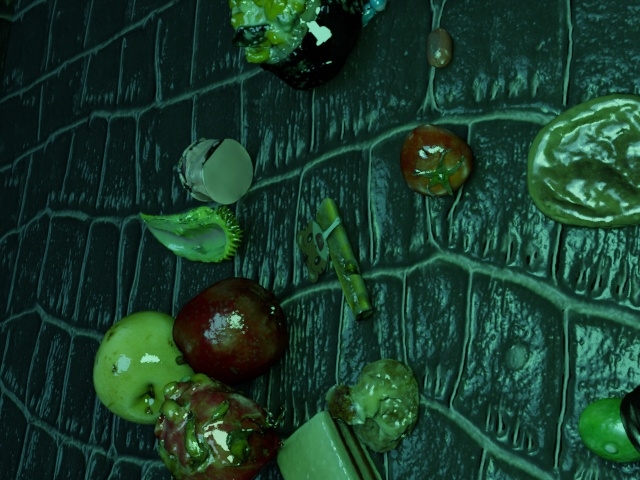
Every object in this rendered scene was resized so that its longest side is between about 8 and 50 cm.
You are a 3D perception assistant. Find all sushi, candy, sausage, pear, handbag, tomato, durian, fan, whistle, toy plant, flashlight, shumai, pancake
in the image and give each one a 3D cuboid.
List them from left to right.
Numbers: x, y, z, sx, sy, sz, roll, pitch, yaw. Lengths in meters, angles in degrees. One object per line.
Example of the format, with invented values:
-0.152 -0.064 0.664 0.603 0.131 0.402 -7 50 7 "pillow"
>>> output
-0.473 0.345 1.757 0.310 0.309 0.308 -9 76 36 "pear"
-0.353 -0.023 1.812 0.356 0.170 0.157 -4 77 38 "durian"
-0.296 -0.197 1.798 0.117 0.179 0.205 -4 42 40 "handbag"
-0.090 -0.576 1.633 0.328 0.286 0.328 -18 72 44 "sushi"
0.000 0.000 1.581 0.226 0.008 0.152 -50 51 50 "fan"
0.038 0.557 1.419 0.179 0.135 0.320 -41 59 22 "candy"
0.053 0.043 1.559 0.068 0.057 0.326 -51 51 45 "whistle"
0.117 -0.591 1.650 0.129 0.051 0.051 -31 63 33 "flashlight"
0.114 0.361 1.396 0.161 0.153 0.209 33 102 44 "shumai"
0.251 -0.177 1.403 0.167 0.167 0.167 -9 76 36 "tomato"
0.278 -0.451 1.493 0.059 0.054 0.094 -5 77 36 "sausage"
0.540 -0.154 1.237 0.295 0.050 0.294 -10 74 35 "pancake"
0.564 0.326 1.057 0.218 0.176 0.235 49 136 27 "toy plant"

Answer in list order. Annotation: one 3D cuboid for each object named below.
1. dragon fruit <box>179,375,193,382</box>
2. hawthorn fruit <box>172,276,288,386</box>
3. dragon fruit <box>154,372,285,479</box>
-0.306 0.494 1.643 0.198 0.219 0.272 128 136 -64 "dragon fruit"
-0.239 0.237 1.594 0.308 0.265 0.265 -24 65 11 "hawthorn fruit"
-0.245 0.431 1.434 0.291 0.250 0.269 47 146 13 "dragon fruit"
